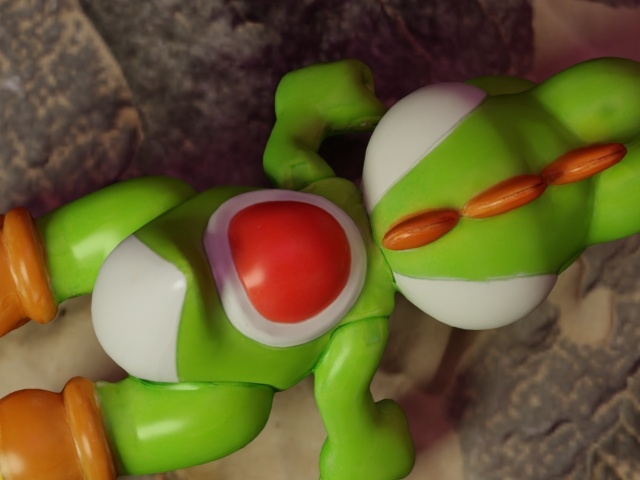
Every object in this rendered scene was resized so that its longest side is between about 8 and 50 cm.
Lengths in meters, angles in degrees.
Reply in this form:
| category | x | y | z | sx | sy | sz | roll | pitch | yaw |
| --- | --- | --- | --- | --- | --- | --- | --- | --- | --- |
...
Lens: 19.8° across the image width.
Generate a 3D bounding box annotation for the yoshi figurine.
| category | x | y | z | sx | sy | sz | roll | pitch | yaw |
| --- | --- | --- | --- | --- | --- | --- | --- | --- | --- |
| yoshi figurine | 0.005 | 0.011 | 0.917 | 0.362 | 0.203 | 0.203 | -20 | 38 | 2 |
